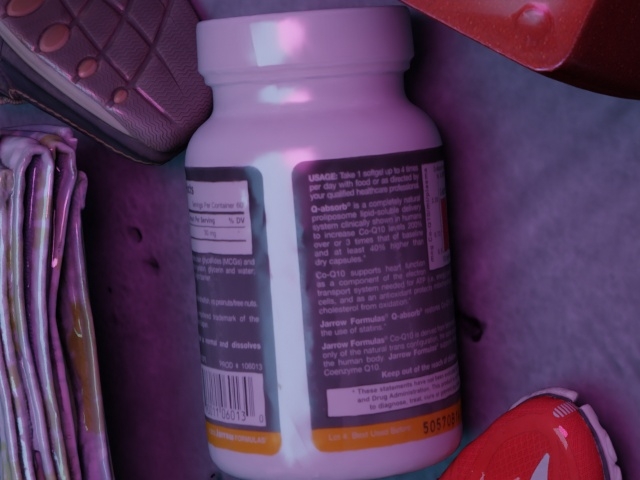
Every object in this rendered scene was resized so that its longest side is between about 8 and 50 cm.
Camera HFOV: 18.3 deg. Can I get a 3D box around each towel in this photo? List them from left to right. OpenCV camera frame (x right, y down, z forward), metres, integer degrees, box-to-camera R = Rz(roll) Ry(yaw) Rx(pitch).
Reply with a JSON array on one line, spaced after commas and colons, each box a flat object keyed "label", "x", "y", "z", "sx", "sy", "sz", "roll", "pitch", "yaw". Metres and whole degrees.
[{"label": "towel", "x": -0.274, "y": 0.075, "z": 1.454, "sx": 0.374, "sy": 0.090, "sz": 0.320, "roll": 1, "pitch": 97, "yaw": 56}]

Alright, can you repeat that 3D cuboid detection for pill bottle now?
[{"label": "pill bottle", "x": 0.000, "y": 0.000, "z": 1.215, "sx": 0.162, "sy": 0.162, "sz": 0.278, "roll": 0, "pitch": 96, "yaw": 40}]

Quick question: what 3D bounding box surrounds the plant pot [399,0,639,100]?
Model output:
[{"label": "plant pot", "x": 0.109, "y": -0.220, "z": 0.995, "sx": 0.267, "sy": 0.236, "sz": 0.267, "roll": 30, "pitch": 117, "yaw": 13}]

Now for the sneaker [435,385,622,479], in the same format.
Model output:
[{"label": "sneaker", "x": 0.076, "y": 0.200, "z": 1.209, "sx": 0.107, "sy": 0.118, "sz": 0.279, "roll": 52, "pitch": 125, "yaw": 21}]

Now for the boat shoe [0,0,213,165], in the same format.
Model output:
[{"label": "boat shoe", "x": -0.208, "y": -0.168, "z": 1.407, "sx": 0.355, "sy": 0.132, "sz": 0.130, "roll": 44, "pitch": 147, "yaw": 21}]
